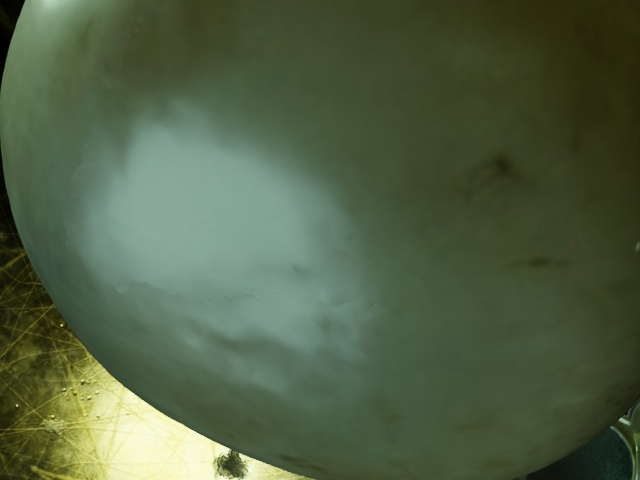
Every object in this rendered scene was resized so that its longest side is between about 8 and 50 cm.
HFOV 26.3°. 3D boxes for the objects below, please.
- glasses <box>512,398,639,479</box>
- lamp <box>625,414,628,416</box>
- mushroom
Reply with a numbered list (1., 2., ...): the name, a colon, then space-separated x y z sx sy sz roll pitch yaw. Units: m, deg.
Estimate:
1. glasses: 0.172 0.129 0.699 0.088 0.189 0.220 56 -162 -6
2. lamp: 0.249 0.252 0.874 0.303 0.257 0.303 173 90 -74
3. mushroom: 0.023 -0.049 0.698 0.362 0.295 0.362 15 134 16
